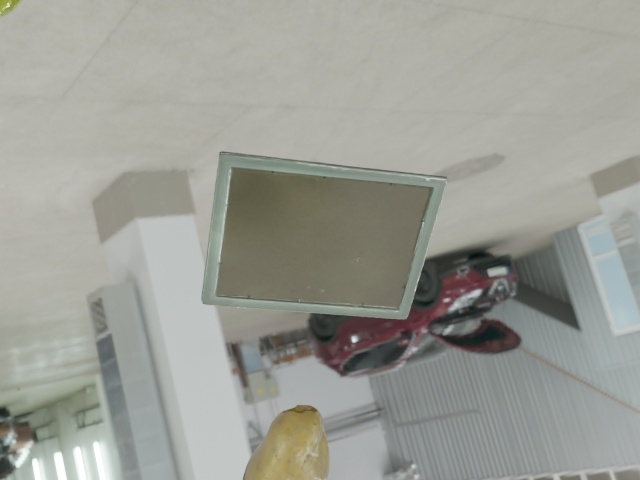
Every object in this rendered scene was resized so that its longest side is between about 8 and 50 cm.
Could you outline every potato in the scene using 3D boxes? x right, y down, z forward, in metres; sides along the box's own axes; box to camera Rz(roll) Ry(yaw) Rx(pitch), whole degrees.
[{"bbox_3d":[-0.023,0.157,0.539,0.062,0.083,0.068,2,-172,-30],"label":"potato"}]

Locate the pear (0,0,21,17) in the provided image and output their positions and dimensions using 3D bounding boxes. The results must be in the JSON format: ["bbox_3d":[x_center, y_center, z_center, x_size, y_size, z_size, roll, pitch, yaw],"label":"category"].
[{"bbox_3d":[-0.207,-0.152,0.411,0.092,0.092,0.097,-20,160,26],"label":"pear"}]

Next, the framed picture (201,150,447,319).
[{"bbox_3d":[0.000,0.000,0.932,0.274,0.017,0.217,7,120,-12],"label":"framed picture"}]
